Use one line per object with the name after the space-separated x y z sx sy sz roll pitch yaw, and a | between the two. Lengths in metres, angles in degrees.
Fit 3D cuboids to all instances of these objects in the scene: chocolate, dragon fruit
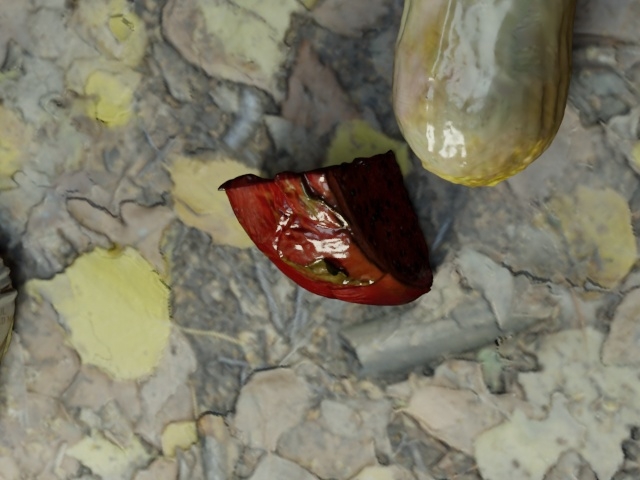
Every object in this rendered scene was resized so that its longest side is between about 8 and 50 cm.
0.115 -0.185 1.259 0.134 0.134 0.309 13 109 14 | chocolate
-0.002 0.001 1.342 0.120 0.161 0.127 -19 88 20 | dragon fruit

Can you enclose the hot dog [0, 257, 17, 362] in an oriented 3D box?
-0.317 0.109 1.519 0.131 0.069 0.253 10 111 5 | hot dog
